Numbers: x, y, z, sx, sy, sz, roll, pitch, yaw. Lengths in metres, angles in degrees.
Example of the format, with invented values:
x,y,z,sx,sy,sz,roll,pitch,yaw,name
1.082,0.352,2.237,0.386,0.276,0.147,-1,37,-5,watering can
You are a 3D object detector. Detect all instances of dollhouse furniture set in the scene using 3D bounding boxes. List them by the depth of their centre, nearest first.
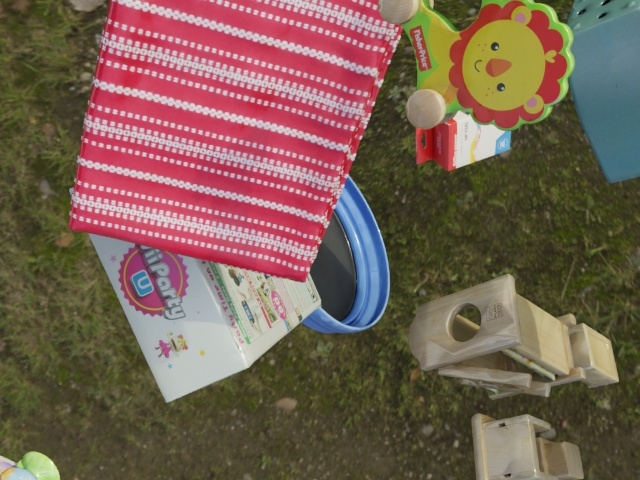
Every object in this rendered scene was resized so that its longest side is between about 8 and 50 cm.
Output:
x,y,z,sx,sy,sz,roll,pitch,yaw,name
0.172,0.145,0.566,0.101,0.161,0.182,-26,139,38,dollhouse furniture set

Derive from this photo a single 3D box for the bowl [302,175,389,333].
x,y,z,sx,sy,sz,roll,pitch,yaw,name
0.000,0.000,1.331,0.077,0.391,0.391,-24,101,30,bowl

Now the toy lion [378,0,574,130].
x,y,z,sx,sy,sz,roll,pitch,yaw,name
0.090,-0.109,0.378,0.096,0.034,0.100,-12,99,32,toy lion

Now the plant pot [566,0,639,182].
x,y,z,sx,sy,sz,roll,pitch,yaw,name
0.440,-0.234,0.919,0.165,0.166,0.234,-13,128,44,plant pot

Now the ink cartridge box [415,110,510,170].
x,y,z,sx,sy,sz,roll,pitch,yaw,name
0.352,-0.260,1.644,0.231,0.078,0.134,-21,129,-15,ink cartridge box

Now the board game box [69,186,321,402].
x,y,z,sx,sy,sz,roll,pitch,yaw,name
-0.113,0.018,0.747,0.097,0.303,0.224,-25,89,14,board game box

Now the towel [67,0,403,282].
x,y,z,sx,sy,sz,roll,pitch,yaw,name
-0.059,-0.104,0.476,0.198,0.031,0.275,15,114,-13,towel

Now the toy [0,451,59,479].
x,y,z,sx,sy,sz,roll,pitch,yaw,name
-0.284,0.225,0.487,0.136,0.237,0.056,21,108,13,toy
